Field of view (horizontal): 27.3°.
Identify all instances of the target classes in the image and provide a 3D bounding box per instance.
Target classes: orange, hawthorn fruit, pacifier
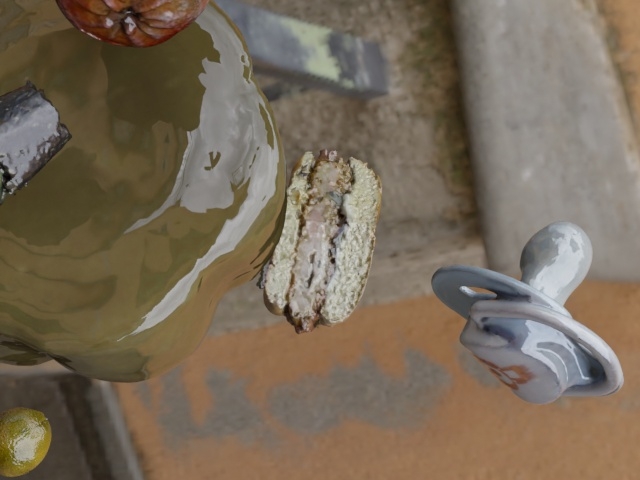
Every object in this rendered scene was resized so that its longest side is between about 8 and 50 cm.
[{"bbox_3d":[-0.397,0.261,1.727,0.095,0.085,0.085,-40,117,-14],"label":"orange"},{"bbox_3d":[-0.184,-0.282,1.304,0.173,0.173,0.173,22,62,-49],"label":"hawthorn fruit"},{"bbox_3d":[0.273,0.076,1.571,0.279,0.227,0.207,43,64,-34],"label":"pacifier"}]

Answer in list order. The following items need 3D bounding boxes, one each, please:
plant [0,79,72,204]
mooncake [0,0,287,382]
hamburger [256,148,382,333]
[{"bbox_3d":[-0.319,-0.089,1.287,0.143,0.094,0.092,-40,141,-18],"label":"plant"},{"bbox_3d":[-0.260,-0.071,1.508,0.262,0.467,0.467,73,15,-73],"label":"mooncake"},{"bbox_3d":[0.000,0.000,1.960,0.245,0.155,0.282,140,-36,-86],"label":"hamburger"}]
